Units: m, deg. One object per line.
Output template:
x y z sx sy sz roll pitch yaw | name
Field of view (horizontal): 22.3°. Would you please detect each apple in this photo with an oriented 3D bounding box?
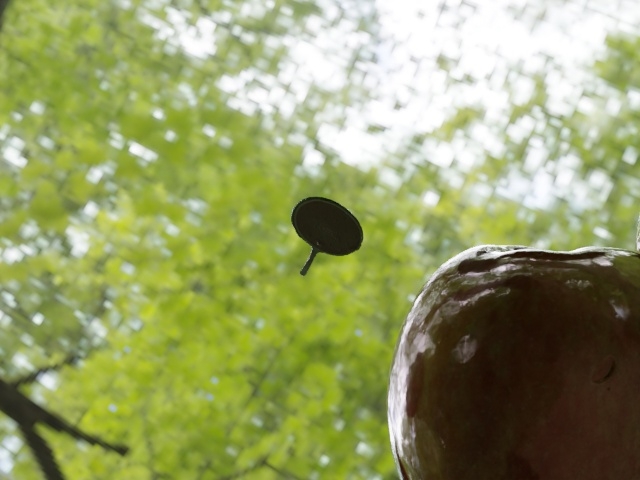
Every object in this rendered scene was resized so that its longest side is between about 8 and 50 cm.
0.130 0.088 0.904 0.188 0.188 0.174 -5 -86 -52 | apple

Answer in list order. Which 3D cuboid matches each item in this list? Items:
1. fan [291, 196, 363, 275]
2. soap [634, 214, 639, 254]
0.000 0.000 1.785 0.005 0.085 0.133 -59 -3 -41 | fan
0.316 0.033 1.184 0.304 0.169 0.339 90 -170 -48 | soap
